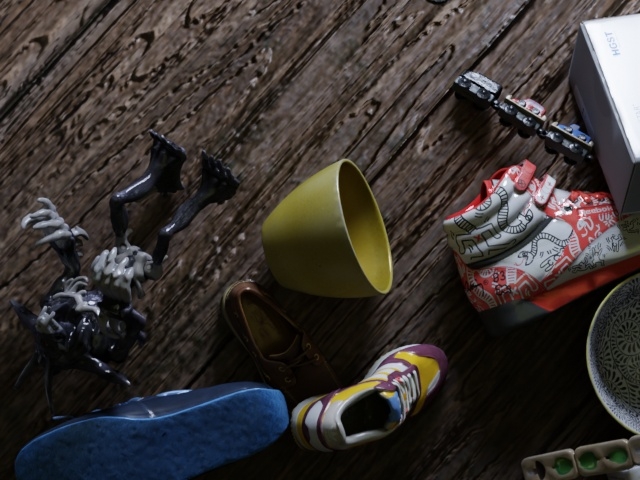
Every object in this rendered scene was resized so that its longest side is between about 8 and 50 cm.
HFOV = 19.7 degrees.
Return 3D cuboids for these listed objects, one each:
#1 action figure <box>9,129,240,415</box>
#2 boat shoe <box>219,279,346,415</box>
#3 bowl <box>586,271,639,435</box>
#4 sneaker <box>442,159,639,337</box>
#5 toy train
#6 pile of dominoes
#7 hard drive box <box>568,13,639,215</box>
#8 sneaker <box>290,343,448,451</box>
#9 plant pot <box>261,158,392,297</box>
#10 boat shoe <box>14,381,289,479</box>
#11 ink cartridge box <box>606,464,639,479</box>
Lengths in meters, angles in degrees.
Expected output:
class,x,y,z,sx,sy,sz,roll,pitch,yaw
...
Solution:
class,x,y,z,sx,sy,sz,roll,pitch,yaw
action figure,-0.203,0.022,1.712,0.164,0.141,0.275,29,77,32
boat shoe,-0.032,0.113,1.773,0.064,0.060,0.178,-38,91,-9
bowl,0.333,0.112,1.810,0.170,0.080,0.170,1,86,-8
sneaker,0.253,-0.026,1.806,0.270,0.090,0.145,-27,92,-6
toy train,0.203,-0.122,1.820,0.158,0.027,0.036,32,53,13
pile of dominoes,0.300,0.284,1.737,0.251,0.040,0.196,-16,87,32
hard drive box,0.380,-0.136,1.793,0.232,0.089,0.181,-8,56,-8
sneaker,0.065,0.152,1.746,0.185,0.084,0.069,-28,103,-32
plant pot,0.000,0.000,1.763,0.095,0.134,0.134,-18,88,16
boat shoe,-0.158,0.197,1.741,0.258,0.089,0.109,-8,96,-9
ink cartridge box,0.375,0.297,1.802,0.140,0.082,0.190,-14,86,-8
